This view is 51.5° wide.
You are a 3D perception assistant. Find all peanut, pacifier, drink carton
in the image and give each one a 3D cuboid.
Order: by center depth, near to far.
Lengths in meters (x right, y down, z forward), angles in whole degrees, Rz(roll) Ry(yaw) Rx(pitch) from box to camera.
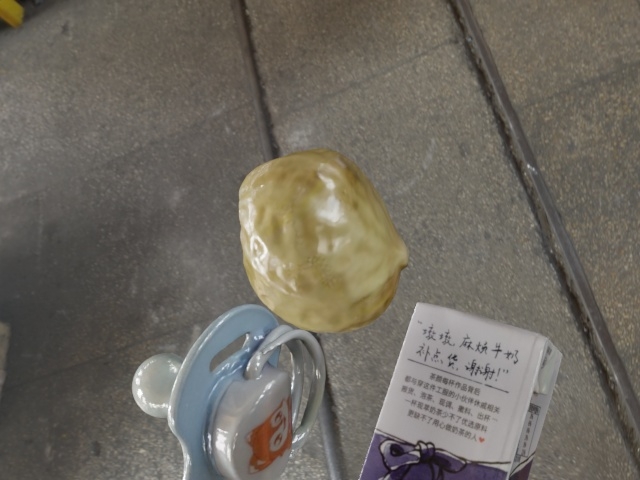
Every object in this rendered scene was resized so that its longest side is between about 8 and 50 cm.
[{"bbox_3d":[0.000,0.000,0.531,0.109,0.159,0.141,-26,31,25],"label":"peanut"},{"bbox_3d":[0.136,0.185,0.648,0.134,0.102,0.222,14,80,33],"label":"drink carton"},{"bbox_3d":[-0.143,0.208,0.879,0.233,0.244,0.300,13,117,25],"label":"pacifier"}]
